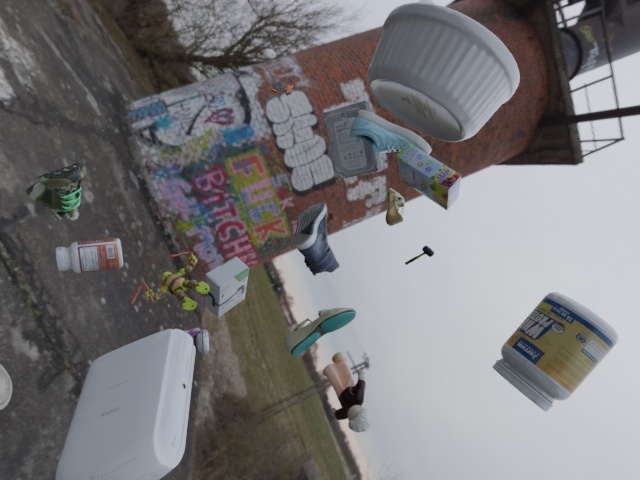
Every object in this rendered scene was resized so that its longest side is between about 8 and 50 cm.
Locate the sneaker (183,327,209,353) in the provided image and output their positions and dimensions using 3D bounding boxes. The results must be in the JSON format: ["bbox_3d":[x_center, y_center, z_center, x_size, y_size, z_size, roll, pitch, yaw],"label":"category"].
[{"bbox_3d":[-0.560,0.426,1.660,0.282,0.161,0.102,-18,-104,59],"label":"sneaker"}]

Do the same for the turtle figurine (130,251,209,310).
[{"bbox_3d":[-0.505,0.166,1.397,0.218,0.269,0.087,24,-36,34],"label":"turtle figurine"}]

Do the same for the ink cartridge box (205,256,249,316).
[{"bbox_3d":[-0.376,0.188,1.602,0.087,0.153,0.208,38,-42,20],"label":"ink cartridge box"}]

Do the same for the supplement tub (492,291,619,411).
[{"bbox_3d":[0.457,0.219,0.792,0.144,0.199,0.144,39,3,-3],"label":"supplement tub"}]

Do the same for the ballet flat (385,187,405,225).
[{"bbox_3d":[0.309,-0.140,1.624,0.232,0.073,0.080,-77,147,-46],"label":"ballet flat"}]

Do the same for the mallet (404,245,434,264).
[{"bbox_3d":[0.538,0.094,2.176,0.062,0.039,0.189,35,-43,-6],"label":"mallet"}]

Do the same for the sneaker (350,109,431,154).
[{"bbox_3d":[0.300,-0.431,1.770,0.366,0.150,0.135,28,1,9],"label":"sneaker"}]

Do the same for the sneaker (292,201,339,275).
[{"bbox_3d":[-0.002,0.001,1.174,0.163,0.086,0.226,58,30,-29],"label":"sneaker"}]

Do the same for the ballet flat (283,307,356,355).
[{"bbox_3d":[-0.008,0.266,1.263,0.086,0.249,0.086,58,-3,5],"label":"ballet flat"}]

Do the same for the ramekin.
[{"bbox_3d":[0.210,-0.296,0.751,0.273,0.127,0.273,31,4,-3],"label":"ramekin"}]

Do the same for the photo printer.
[{"bbox_3d":[-0.397,0.363,0.835,0.307,0.256,0.107,-100,163,-47],"label":"photo printer"}]

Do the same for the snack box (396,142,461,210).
[{"bbox_3d":[0.356,-0.208,1.324,0.207,0.070,0.174,41,-4,24],"label":"snack box"}]

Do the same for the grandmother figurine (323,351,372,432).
[{"bbox_3d":[0.100,0.582,1.502,0.207,0.104,0.342,-65,-158,11],"label":"grandmother figurine"}]

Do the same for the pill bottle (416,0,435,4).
[{"bbox_3d":[0.294,-0.451,1.026,0.278,0.162,0.162,53,-13,-2],"label":"pill bottle"}]

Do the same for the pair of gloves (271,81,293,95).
[{"bbox_3d":[-0.156,-0.630,1.662,0.010,0.084,0.074,103,2,-52],"label":"pair of gloves"}]

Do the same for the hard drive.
[{"bbox_3d":[0.153,-0.482,1.951,0.064,0.237,0.338,-22,104,-59],"label":"hard drive"}]

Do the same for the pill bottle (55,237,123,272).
[{"bbox_3d":[-0.888,0.060,1.545,0.121,0.216,0.121,21,-66,60],"label":"pill bottle"}]

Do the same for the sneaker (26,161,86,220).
[{"bbox_3d":[-0.957,-0.172,1.516,0.411,0.158,0.181,-9,-65,45],"label":"sneaker"}]

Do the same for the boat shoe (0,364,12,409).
[{"bbox_3d":[-0.529,0.123,0.481,0.112,0.096,0.334,48,-21,54],"label":"boat shoe"}]
